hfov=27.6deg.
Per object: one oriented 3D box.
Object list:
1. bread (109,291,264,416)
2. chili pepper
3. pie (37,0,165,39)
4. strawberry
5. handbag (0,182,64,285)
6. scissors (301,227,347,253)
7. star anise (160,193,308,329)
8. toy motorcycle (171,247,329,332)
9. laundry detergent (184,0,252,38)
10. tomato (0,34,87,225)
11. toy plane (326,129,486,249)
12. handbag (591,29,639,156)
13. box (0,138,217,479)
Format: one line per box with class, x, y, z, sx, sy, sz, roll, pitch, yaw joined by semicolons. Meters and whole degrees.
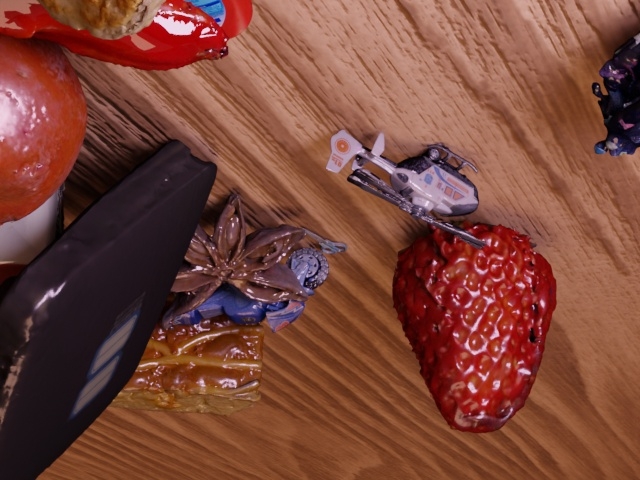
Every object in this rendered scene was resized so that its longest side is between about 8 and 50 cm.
bread;-0.213;0.133;1.735;0.275;0.184;0.114;5;151;-3
chili pepper;-0.250;-0.210;0.998;0.388;0.110;0.110;21;152;-22
pie;-0.160;-0.242;0.878;0.179;0.084;0.205;30;134;16
strawberry;0.184;0.106;1.540;0.205;0.244;0.205;1;155;0
handbag;-0.350;-0.005;1.453;0.151;0.171;0.298;1;161;-4
scissors;0.000;0.000;1.615;0.036;0.006;0.083;-11;153;33
star anise;-0.117;0.015;1.546;0.208;0.063;0.171;-13;124;6
toy motorcycle;-0.092;0.061;1.631;0.205;0.114;0.076;0;157;7
laundry detergent;-0.122;-0.224;1.056;0.097;0.049;0.165;0;155;22
tomato;-0.312;-0.116;1.151;0.208;0.184;0.208;-3;154;-1
toy plane;0.097;-0.065;1.367;0.197;0.078;0.053;27;152;-17
handbag;0.345;-0.149;1.092;0.162;0.113;0.260;7;156;-26
box;-0.252;0.088;1.366;0.091;0.359;0.350;30;126;7
